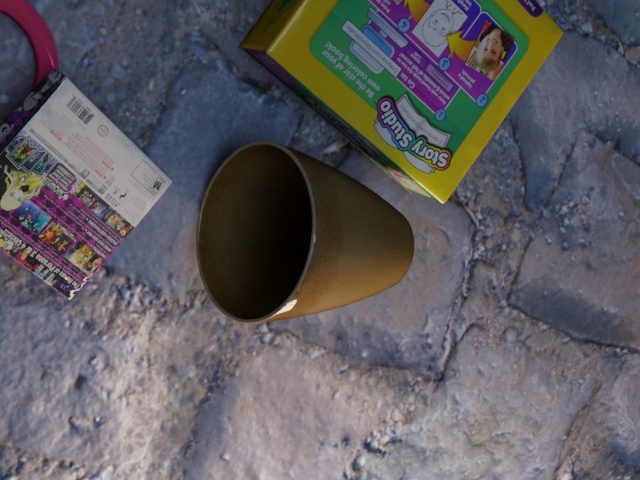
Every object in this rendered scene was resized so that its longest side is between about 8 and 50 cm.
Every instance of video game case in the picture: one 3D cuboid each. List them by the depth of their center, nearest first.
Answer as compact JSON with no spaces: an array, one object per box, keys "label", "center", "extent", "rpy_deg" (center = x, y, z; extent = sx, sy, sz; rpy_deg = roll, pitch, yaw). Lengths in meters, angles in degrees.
[{"label":"video game case","center":[-0.321,-0.063,1.364],"extent":[0.210,0.042,0.232],"rpy_deg":[-51,138,-7]}]

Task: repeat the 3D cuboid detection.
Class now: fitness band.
[{"label":"fitness band","center":[-0.441,-0.172,1.308],"extent":[0.291,0.054,0.209],"rpy_deg":[-50,117,-8]}]

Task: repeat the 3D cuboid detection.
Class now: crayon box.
[{"label":"crayon box","center":[0.122,-0.281,1.534],"extent":[0.363,0.106,0.313],"rpy_deg":[38,86,-30]}]

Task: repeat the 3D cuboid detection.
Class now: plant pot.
[{"label":"plant pot","center":[0.000,0.000,1.501],"extent":[0.254,0.237,0.237],"rpy_deg":[8,101,-44]}]
